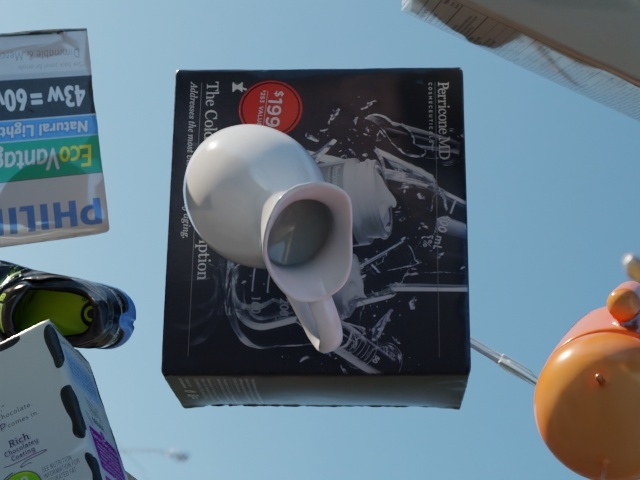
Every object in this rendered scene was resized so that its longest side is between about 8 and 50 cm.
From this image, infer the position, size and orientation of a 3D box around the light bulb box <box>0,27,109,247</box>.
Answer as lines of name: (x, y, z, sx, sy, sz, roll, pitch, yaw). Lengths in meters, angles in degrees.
light bulb box: (-0.468, -0.097, 1.466, 0.361, 0.358, 0.225, 1, -82, 58)

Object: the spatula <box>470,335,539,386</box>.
spatula: (0.207, 0.143, 1.810, 0.242, 0.019, 0.168, 30, 4, 8)

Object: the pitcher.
pitcher: (-0.041, -0.005, 1.213, 0.207, 0.126, 0.177, 41, -35, 56)

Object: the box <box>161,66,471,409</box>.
box: (0.000, 0.000, 1.452, 0.313, 0.343, 0.179, 0, -19, 1)

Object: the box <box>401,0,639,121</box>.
box: (0.248, -0.224, 1.303, 0.311, 0.121, 0.148, 25, -4, -5)

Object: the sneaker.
sneaker: (-0.234, 0.046, 1.003, 0.188, 0.067, 0.078, 6, -6, 10)

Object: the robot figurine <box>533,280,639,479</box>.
robot figurine: (0.249, 0.128, 1.120, 0.128, 0.219, 0.158, 43, -70, 8)

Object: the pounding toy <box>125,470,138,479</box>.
pounding toy: (-0.232, 0.238, 1.269, 0.130, 0.141, 0.100, 34, -45, 15)

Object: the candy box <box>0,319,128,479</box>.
candy box: (-0.191, 0.185, 0.813, 0.071, 0.159, 0.233, 64, 1, -57)
